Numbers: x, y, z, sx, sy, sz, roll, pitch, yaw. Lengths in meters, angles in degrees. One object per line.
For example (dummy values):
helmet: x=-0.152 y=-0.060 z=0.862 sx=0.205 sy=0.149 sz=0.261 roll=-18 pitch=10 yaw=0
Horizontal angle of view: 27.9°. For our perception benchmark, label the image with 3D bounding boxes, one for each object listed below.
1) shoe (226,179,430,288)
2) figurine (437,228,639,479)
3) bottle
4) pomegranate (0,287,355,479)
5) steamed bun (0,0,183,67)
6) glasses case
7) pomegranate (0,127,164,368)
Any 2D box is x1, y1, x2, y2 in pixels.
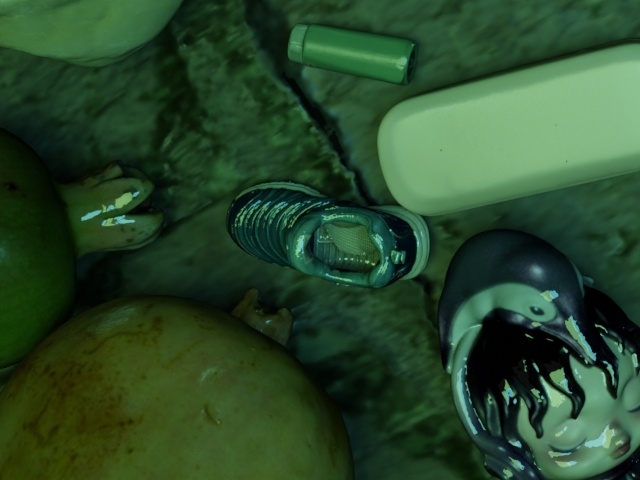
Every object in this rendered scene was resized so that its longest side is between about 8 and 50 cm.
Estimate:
shoe: x=0.000 y=0.000 z=0.871 sx=0.143 sy=0.071 sz=0.063 roll=12 pitch=106 yaw=18
figurine: x=0.153 y=0.093 z=0.832 sx=0.145 sy=0.145 sz=0.222 roll=-13 pitch=111 yaw=19
bottle: x=0.021 y=-0.124 z=0.854 sx=0.083 sy=0.030 sz=0.030 roll=13 pitch=107 yaw=14
pomegranate: x=-0.093 y=0.146 z=0.854 sx=0.252 sy=0.270 sz=0.229 roll=28 pitch=150 yaw=17
steamed bun: x=-0.187 y=-0.266 z=0.785 sx=0.276 sy=0.203 sz=0.289 roll=34 pitch=110 yaw=6
glasses case: x=0.134 y=-0.071 z=0.824 sx=0.196 sy=0.050 sz=0.083 roll=-11 pitch=98 yaw=18
pomegranate: x=-0.222 y=0.010 z=0.889 sx=0.211 sy=0.179 sz=0.179 roll=10 pitch=107 yaw=2
